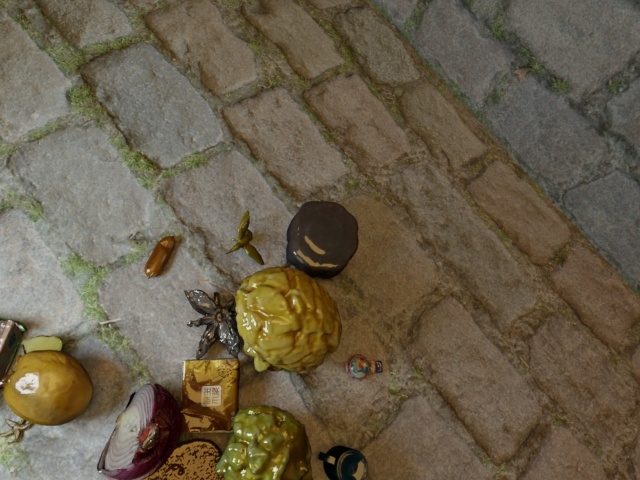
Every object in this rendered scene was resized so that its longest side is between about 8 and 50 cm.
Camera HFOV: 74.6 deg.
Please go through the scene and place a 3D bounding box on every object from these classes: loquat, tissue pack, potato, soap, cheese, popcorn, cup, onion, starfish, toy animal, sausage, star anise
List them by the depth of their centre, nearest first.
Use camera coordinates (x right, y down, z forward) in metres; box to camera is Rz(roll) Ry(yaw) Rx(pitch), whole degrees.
[{"bbox_3d":[-0.474,0.564,1.195,0.159,0.348,0.267,37,63,-27],"label":"onion"},{"bbox_3d":[-0.778,0.423,1.212,0.238,0.238,0.193,25,57,-5],"label":"loquat"},{"bbox_3d":[-0.895,0.551,1.230,0.091,0.028,0.078,-22,70,-20],"label":"starfish"},{"bbox_3d":[-1.025,0.357,1.234,0.217,0.098,0.274,13,65,-11],"label":"soap"},{"bbox_3d":[-0.162,0.658,1.266,0.274,0.336,0.279,-12,33,2],"label":"popcorn"},{"bbox_3d":[-0.860,0.339,1.310,0.103,0.066,0.097,-10,95,-29],"label":"potato"},{"bbox_3d":[-0.355,0.499,1.360,0.183,0.092,0.227,2,76,-11],"label":"tissue pack"},{"bbox_3d":[0.066,0.737,1.369,0.149,0.138,0.114,-3,68,-17],"label":"cup"},{"bbox_3d":[-0.104,0.255,1.391,0.353,0.390,0.345,0,53,-4],"label":"popcorn"},{"bbox_3d":[-0.356,0.287,1.454,0.198,0.110,0.258,-3,71,-29],"label":"star anise"},{"bbox_3d":[-0.581,0.059,1.514,0.062,0.054,0.183,38,55,-35],"label":"sausage"},{"bbox_3d":[0.162,0.471,1.564,0.144,0.038,0.096,3,68,-14],"label":"cheese"},{"bbox_3d":[-0.303,0.016,1.594,0.155,0.095,0.219,-30,110,-25],"label":"toy animal"}]

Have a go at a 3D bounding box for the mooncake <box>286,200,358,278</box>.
[{"bbox_3d":[0.000,0.000,1.652,0.305,0.154,0.307,7,66,-15],"label":"mooncake"}]

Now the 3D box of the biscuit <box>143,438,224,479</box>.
[{"bbox_3d":[-0.408,0.754,1.274,0.272,0.049,0.258,-26,80,-23],"label":"biscuit"}]
